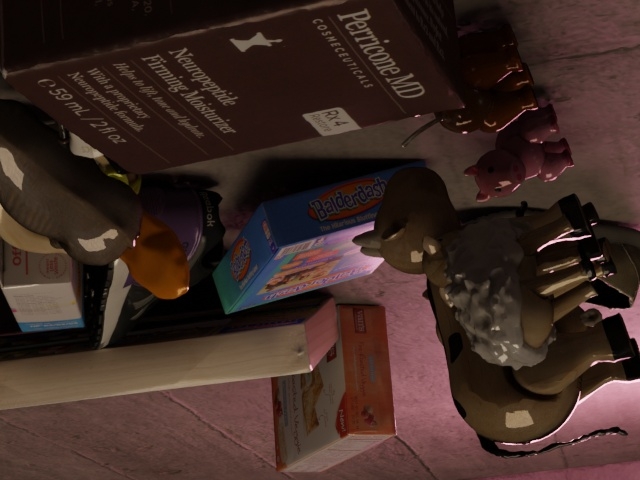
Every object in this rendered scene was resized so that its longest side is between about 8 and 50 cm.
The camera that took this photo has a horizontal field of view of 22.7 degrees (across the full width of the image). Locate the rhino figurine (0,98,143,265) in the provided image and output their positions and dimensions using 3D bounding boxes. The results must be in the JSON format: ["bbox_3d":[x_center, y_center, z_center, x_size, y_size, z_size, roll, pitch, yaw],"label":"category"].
[{"bbox_3d":[-0.225,-0.064,1.140,0.243,0.073,0.106,38,173,-20],"label":"rhino figurine"}]

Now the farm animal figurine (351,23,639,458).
[{"bbox_3d":[0.126,0.021,1.209,0.172,0.327,0.330,-22,141,12],"label":"farm animal figurine"}]

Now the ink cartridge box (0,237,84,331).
[{"bbox_3d":[-0.243,0.006,1.391,0.061,0.104,0.181,-4,162,-4],"label":"ink cartridge box"}]

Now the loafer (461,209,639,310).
[{"bbox_3d":[0.228,0.027,1.603,0.251,0.087,0.094,4,160,-25],"label":"loafer"}]

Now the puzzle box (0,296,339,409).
[{"bbox_3d":[-0.195,0.121,1.700,0.408,0.052,0.272,-7,-176,7],"label":"puzzle box"}]

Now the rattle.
[{"bbox_3d":[-0.211,-0.025,1.230,0.130,0.143,0.199,-29,148,18],"label":"rattle"}]

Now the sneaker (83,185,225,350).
[{"bbox_3d":[-0.156,0.030,1.502,0.124,0.107,0.283,-6,163,-16],"label":"sneaker"}]

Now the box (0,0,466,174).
[{"bbox_3d":[-0.047,-0.152,0.847,0.203,0.167,0.168,-10,161,16],"label":"box"}]

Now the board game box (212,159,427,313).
[{"bbox_3d":[0.000,0.000,1.469,0.160,0.047,0.210,-15,166,-21],"label":"board game box"}]

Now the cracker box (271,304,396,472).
[{"bbox_3d":[0.010,0.183,1.924,0.067,0.156,0.232,4,160,-23],"label":"cracker box"}]

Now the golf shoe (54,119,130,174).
[{"bbox_3d":[-0.155,-0.109,1.080,0.077,0.094,0.198,-9,160,17],"label":"golf shoe"}]
